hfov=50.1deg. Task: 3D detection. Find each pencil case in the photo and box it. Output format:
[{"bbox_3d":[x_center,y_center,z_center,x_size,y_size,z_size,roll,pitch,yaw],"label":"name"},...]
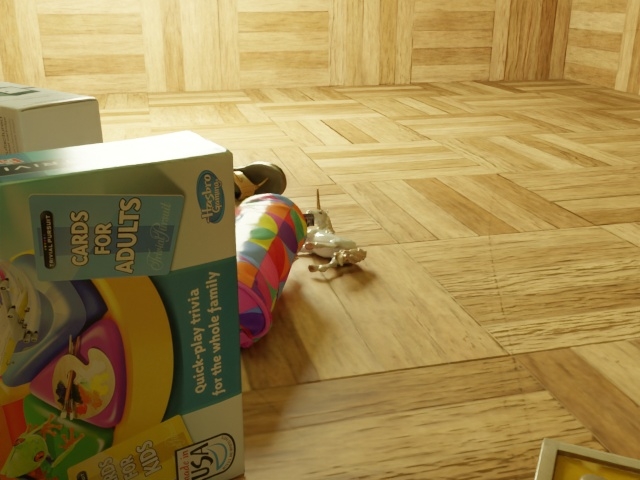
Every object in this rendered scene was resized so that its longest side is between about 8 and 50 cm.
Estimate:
[{"bbox_3d":[-0.076,0.029,0.773,0.104,0.105,0.236,4,26,11],"label":"pencil case"}]

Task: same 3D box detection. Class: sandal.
[{"bbox_3d":[-0.141,-0.099,1.189,0.180,0.072,0.049,7,37,22],"label":"sandal"}]

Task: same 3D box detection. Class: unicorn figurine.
[{"bbox_3d":[0.000,0.000,0.942,0.111,0.060,0.162,-16,42,-39],"label":"unicorn figurine"}]

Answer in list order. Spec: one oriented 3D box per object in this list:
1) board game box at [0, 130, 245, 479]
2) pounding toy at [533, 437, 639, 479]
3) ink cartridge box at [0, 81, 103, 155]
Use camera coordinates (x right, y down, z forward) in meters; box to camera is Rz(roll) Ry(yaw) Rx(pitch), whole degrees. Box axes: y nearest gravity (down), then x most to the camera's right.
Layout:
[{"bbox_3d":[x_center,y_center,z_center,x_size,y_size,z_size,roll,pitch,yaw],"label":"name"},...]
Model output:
[{"bbox_3d":[-0.215,0.082,0.423,0.336,0.254,0.079,-13,24,-31],"label":"board game box"},{"bbox_3d":[0.158,0.174,0.390,0.141,0.100,0.130,9,22,22],"label":"pounding toy"},{"bbox_3d":[-0.446,-0.115,1.021,0.289,0.211,0.121,16,27,39],"label":"ink cartridge box"}]
